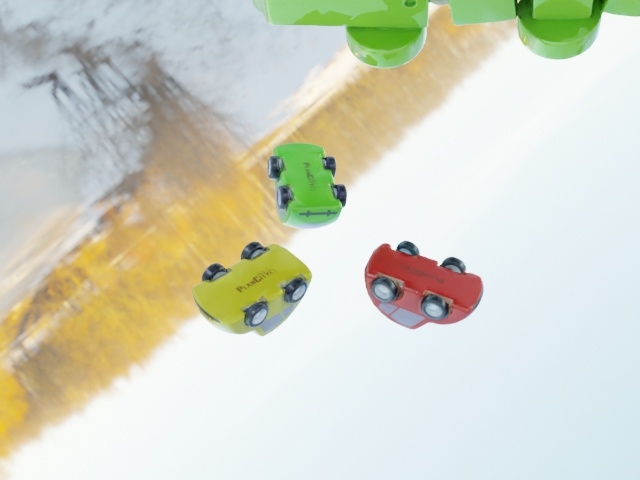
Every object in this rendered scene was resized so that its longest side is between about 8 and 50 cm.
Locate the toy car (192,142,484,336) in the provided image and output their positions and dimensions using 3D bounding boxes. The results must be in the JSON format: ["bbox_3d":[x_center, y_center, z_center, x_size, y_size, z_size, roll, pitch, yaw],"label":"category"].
[{"bbox_3d":[0.000,0.000,0.880,0.225,0.239,0.053,-106,-160,-46],"label":"toy car"}]

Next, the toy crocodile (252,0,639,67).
[{"bbox_3d":[0.112,-0.207,0.771,0.115,0.341,0.105,72,19,-62],"label":"toy crocodile"}]
